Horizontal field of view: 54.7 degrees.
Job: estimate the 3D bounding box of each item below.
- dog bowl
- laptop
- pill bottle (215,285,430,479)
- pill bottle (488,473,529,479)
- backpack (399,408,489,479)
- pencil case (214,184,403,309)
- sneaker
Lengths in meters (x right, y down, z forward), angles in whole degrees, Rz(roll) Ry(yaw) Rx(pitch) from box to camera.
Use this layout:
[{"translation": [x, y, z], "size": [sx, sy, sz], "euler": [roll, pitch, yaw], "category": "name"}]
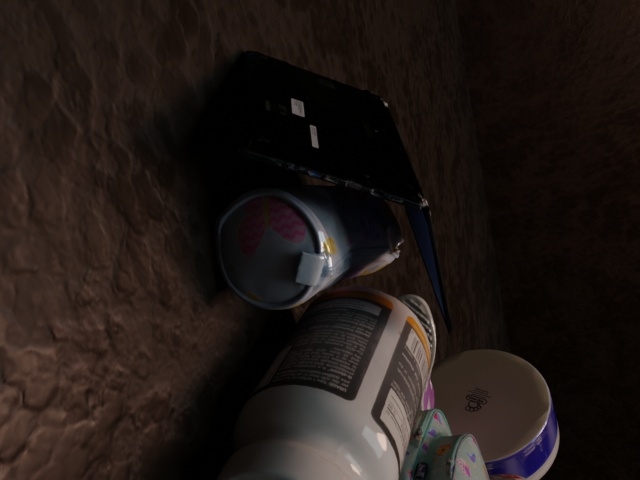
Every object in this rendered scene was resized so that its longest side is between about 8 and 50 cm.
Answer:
[{"translation": [0.301, 0.333, 1.158], "size": [0.265, 0.264, 0.104], "euler": [-68, 143, -49], "category": "dog bowl"}, {"translation": [0.026, -0.058, 0.645], "size": [0.234, 0.264, 0.137], "euler": [-99, -151, -54], "category": "laptop"}, {"translation": [0.010, 0.175, 0.610], "size": [0.278, 0.162, 0.162], "euler": [-52, 133, -58], "category": "pill bottle"}, {"translation": [0.204, 0.430, 0.905], "size": [0.283, 0.161, 0.162], "euler": [14, 70, -35], "category": "pill bottle"}, {"translation": [0.119, 0.287, 0.709], "size": [0.188, 0.144, 0.166], "euler": [-64, 133, -65], "category": "backpack"}, {"translation": [0.000, 0.000, 0.673], "size": [0.114, 0.124, 0.273], "euler": [-59, 162, 16], "category": "pencil case"}, {"translation": [0.144, 0.216, 1.033], "size": [0.161, 0.102, 0.282], "euler": [-24, 118, -70], "category": "sneaker"}]
